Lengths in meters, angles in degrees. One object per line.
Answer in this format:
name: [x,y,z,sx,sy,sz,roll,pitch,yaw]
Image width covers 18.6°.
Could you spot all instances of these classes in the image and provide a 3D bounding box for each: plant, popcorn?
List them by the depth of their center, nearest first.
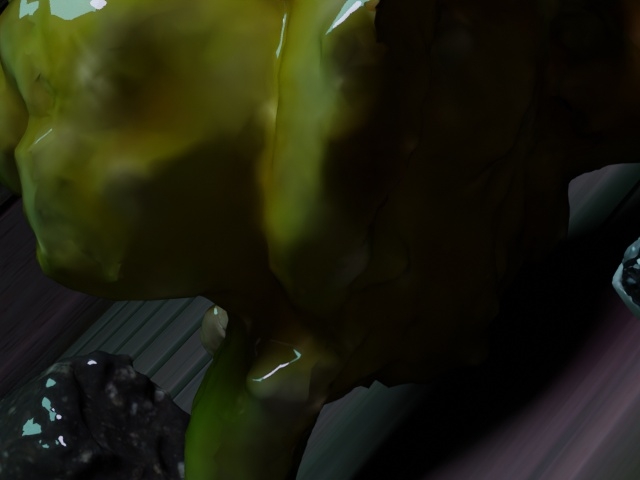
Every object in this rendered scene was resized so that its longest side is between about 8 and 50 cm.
popcorn: [-0.003,-0.055,0.867,0.321,0.290,0.326,-46,-23,13]
plant: [-0.167,0.155,1.143,0.194,0.129,0.132,-36,7,29]

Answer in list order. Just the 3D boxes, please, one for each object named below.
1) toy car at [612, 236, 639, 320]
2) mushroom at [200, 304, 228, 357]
toy car: [0.158,-0.020,0.570,0.095,0.056,0.205,-46,3,-27]
mushroom: [0.000,0.000,1.373,0.225,0.093,0.116,-60,1,-40]
